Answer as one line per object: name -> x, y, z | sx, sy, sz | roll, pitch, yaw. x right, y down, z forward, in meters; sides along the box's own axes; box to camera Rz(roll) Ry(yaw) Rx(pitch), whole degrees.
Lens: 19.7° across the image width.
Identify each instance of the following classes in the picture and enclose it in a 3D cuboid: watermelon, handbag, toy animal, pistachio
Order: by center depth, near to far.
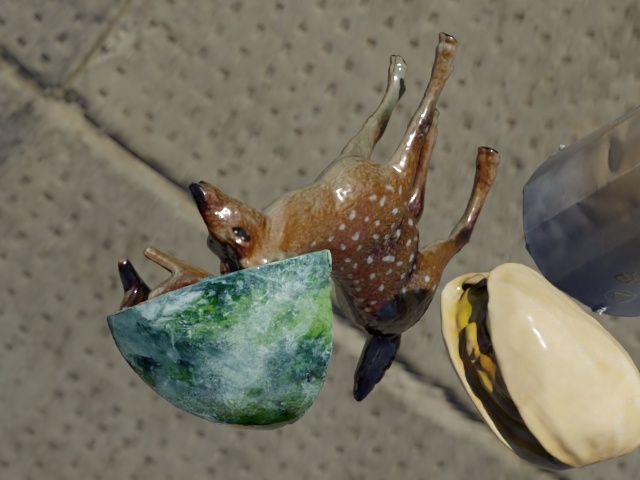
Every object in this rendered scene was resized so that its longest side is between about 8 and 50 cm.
watermelon -> -0.036, 0.028, 0.685 | 0.085, 0.061, 0.085 | 1, 120, 2
handbag -> 0.175, -0.022, 0.891 | 0.173, 0.117, 0.095 | -32, 65, 60
toy animal -> 0.015, 0.003, 1.086 | 0.087, 0.260, 0.243 | 13, 155, 39
pistachio -> 0.209, 0.117, 1.717 | 0.157, 0.157, 0.229 | -35, 105, 25
